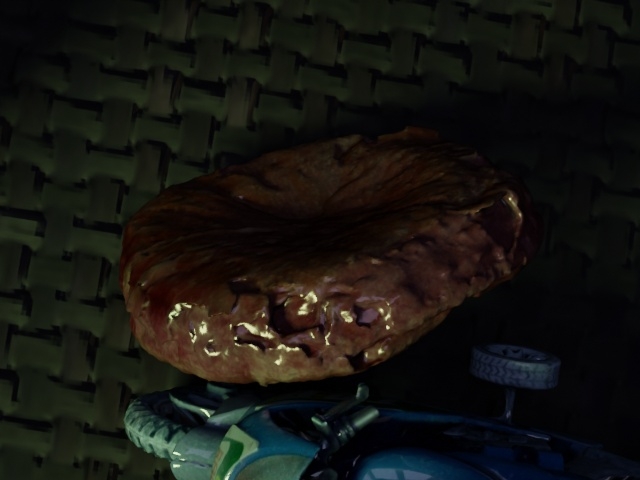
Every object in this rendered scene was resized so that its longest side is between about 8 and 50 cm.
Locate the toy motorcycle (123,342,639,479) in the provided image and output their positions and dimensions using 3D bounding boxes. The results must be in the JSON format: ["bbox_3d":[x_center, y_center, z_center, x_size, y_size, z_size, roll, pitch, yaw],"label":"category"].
[{"bbox_3d":[0.051,0.090,0.567,0.254,0.135,0.092,10,97,4],"label":"toy motorcycle"}]

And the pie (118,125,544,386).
[{"bbox_3d":[0.000,0.000,0.588,0.154,0.153,0.038,-18,118,-6],"label":"pie"}]
